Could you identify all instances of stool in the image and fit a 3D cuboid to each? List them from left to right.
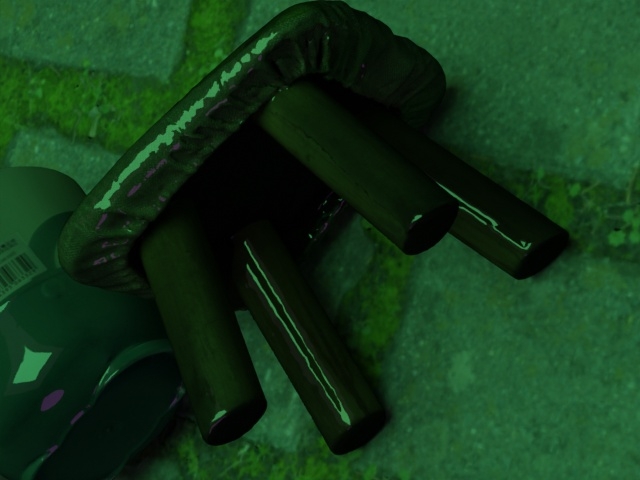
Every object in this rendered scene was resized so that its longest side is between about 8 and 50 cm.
[{"bbox_3d":[0.000,0.000,1.560,0.310,0.310,0.226,-45,67,16],"label":"stool"}]

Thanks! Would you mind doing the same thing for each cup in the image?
[{"bbox_3d":[-0.271,0.106,1.748,0.290,0.219,0.258,-50,58,15],"label":"cup"}]
